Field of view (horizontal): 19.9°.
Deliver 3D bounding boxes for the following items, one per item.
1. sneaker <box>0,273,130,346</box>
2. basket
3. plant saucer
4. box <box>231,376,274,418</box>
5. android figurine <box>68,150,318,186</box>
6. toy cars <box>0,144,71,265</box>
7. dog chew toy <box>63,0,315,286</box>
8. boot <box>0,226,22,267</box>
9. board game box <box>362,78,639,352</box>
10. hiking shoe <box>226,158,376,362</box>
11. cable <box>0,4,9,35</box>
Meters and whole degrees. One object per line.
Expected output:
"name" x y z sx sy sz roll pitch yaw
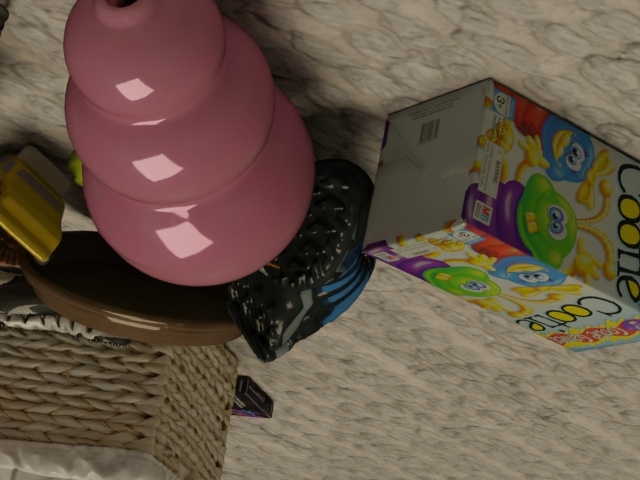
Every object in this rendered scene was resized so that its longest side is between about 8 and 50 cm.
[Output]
"sneaker" -0.328 0.060 2.183 0.234 0.106 0.078 8 179 20
"basket" -0.299 0.218 2.339 0.331 0.266 0.328 6 158 15
"plant saucer" -0.191 0.053 1.963 0.278 0.041 0.278 13 -166 -3
"box" -0.160 0.219 2.604 0.162 0.029 0.116 5 159 19
"android figurine" -0.114 -0.067 1.812 0.273 0.056 0.248 -4 155 37
"toy cars" -0.327 -0.074 1.798 0.176 0.087 0.394 41 176 16
"dog chew toy" -0.121 -0.105 1.537 0.206 0.207 0.332 5 149 15
"boot" -0.386 -0.001 2.119 0.158 0.059 0.084 19 162 4
"board game box" 0.196 -0.014 1.667 0.275 0.142 0.144 25 155 -31
"hiking shoe" 0.000 0.000 1.779 0.132 0.113 0.304 -28 164 -30
"cable" -0.375 -0.210 1.544 0.139 0.072 0.287 -3 157 28
